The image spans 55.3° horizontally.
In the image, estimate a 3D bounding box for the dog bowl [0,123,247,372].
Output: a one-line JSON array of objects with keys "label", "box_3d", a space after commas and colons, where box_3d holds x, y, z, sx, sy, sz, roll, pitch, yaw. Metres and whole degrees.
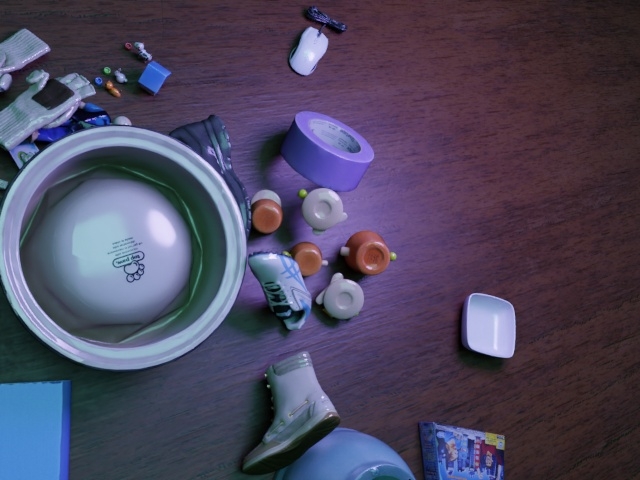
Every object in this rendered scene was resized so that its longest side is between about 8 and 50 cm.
[{"label": "dog bowl", "box_3d": [-0.344, 0.016, 1.063, 0.407, 0.150, 0.409, 5, 80, -30]}]

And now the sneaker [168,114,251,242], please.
[{"label": "sneaker", "box_3d": [-0.223, -0.108, 1.226, 0.130, 0.109, 0.287, -16, 75, -19]}]

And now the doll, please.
[{"label": "doll", "box_3d": [-0.455, -0.213, 1.163, 0.188, 0.046, 0.129, -9, 69, -34]}]

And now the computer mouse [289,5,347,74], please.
[{"label": "computer mouse", "box_3d": [-0.011, -0.476, 1.460, 0.106, 0.042, 0.193, 31, 64, -16]}]

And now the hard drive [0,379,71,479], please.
[{"label": "hard drive", "box_3d": [-0.510, 0.388, 0.959, 0.210, 0.040, 0.319, 3, 74, -25]}]

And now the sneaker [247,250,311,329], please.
[{"label": "sneaker", "box_3d": [-0.073, 0.096, 1.169, 0.085, 0.237, 0.086, -8, 55, 16]}]

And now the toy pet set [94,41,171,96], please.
[{"label": "toy pet set", "box_3d": [-0.371, -0.343, 1.232, 0.114, 0.065, 0.122, 33, 64, -14]}]

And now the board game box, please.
[{"label": "board game box", "box_3d": [0.297, 0.502, 1.305, 0.194, 0.060, 0.194, 17, 69, -21]}]

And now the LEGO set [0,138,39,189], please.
[{"label": "LEGO set", "box_3d": [-0.571, -0.095, 1.087, 0.182, 0.060, 0.244, -32, 91, -42]}]

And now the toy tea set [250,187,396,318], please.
[{"label": "toy tea set", "box_3d": [0.000, 0.000, 1.305, 0.200, 0.124, 0.336, -45, 101, 1]}]

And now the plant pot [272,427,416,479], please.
[{"label": "plant pot", "box_3d": [0.072, 0.497, 1.121, 0.292, 0.196, 0.293, 7, 72, -23]}]

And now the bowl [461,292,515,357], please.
[{"label": "bowl", "box_3d": [0.390, 0.204, 1.444, 0.142, 0.053, 0.142, 15, 69, -20]}]

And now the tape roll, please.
[{"label": "tape roll", "box_3d": [0.015, -0.192, 1.312, 0.188, 0.080, 0.189, 22, 30, -13]}]

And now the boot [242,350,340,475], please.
[{"label": "boot", "box_3d": [-0.078, 0.327, 1.157, 0.077, 0.213, 0.165, 38, 17, -49]}]

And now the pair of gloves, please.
[{"label": "pair of gloves", "box_3d": [-0.553, -0.286, 1.103, 0.240, 0.042, 0.204, 42, 60, 16]}]
